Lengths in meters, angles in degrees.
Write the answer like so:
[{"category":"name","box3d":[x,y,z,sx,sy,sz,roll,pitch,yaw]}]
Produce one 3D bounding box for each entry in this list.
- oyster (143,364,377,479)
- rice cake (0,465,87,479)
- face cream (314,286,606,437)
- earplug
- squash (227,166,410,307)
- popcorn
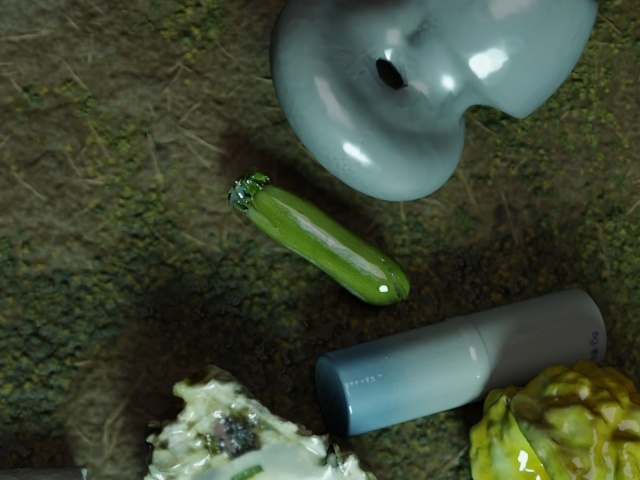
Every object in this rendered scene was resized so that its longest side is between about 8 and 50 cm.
[{"category":"oyster","box3d":[-0.020,0.263,1.120,0.201,0.107,0.354,-17,89,0]},{"category":"rice cake","box3d":[-0.226,0.319,1.059,0.106,0.050,0.298,1,72,-15]},{"category":"face cream","box3d":[0.122,0.104,1.215,0.250,0.077,0.077,-13,76,-21]},{"category":"earplug","box3d":[0.101,-0.169,1.250,0.325,0.175,0.214,-31,89,-22]},{"category":"squash","box3d":[0.000,0.000,1.232,0.183,0.052,0.052,33,66,-1]},{"category":"popcorn","box3d":[0.218,0.192,1.162,0.156,0.197,0.197,-28,81,-38]}]
